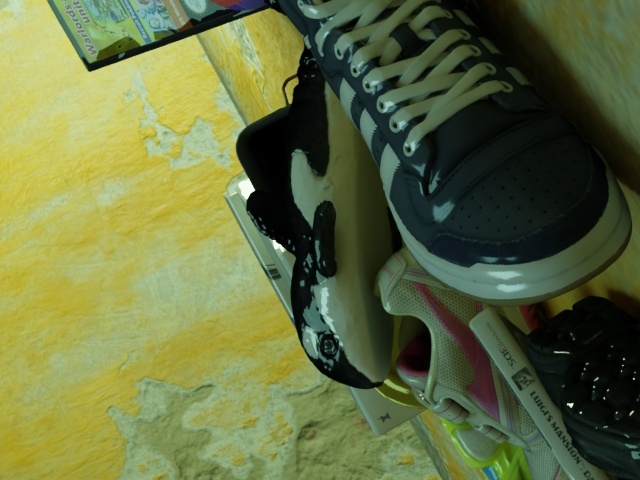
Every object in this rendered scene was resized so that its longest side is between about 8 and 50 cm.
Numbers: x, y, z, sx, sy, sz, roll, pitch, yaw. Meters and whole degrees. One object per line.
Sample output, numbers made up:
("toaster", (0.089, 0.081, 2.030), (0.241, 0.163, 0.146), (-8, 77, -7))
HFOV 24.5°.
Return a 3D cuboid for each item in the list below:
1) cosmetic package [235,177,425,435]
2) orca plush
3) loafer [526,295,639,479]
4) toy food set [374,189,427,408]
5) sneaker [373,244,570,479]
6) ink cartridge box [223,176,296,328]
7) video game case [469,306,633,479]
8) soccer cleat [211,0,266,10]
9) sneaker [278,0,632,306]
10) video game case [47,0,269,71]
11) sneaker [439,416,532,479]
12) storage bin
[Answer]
("cosmetic package", (0.039, 0.037, 1.499), (0.224, 0.138, 0.225), (63, 177, -24))
("orca plush", (-0.017, -0.036, 1.054), (0.151, 0.102, 0.287), (-46, -53, -63))
("loafer", (0.158, 0.082, 0.737), (0.078, 0.076, 0.223), (56, -178, -6))
("toy food set", (0.077, 0.031, 1.180), (0.071, 0.128, 0.218), (17, -132, -61))
("sneaker", (0.114, 0.088, 1.059), (0.252, 0.111, 0.103), (62, 176, -20))
("ink cartridge box", (0.000, 0.000, 1.682), (0.203, 0.148, 0.086), (61, 178, -9))
("video game case", (0.175, 0.136, 0.902), (0.190, 0.022, 0.173), (36, -161, -55))
("soccer cleat", (-0.050, -0.220, 1.058), (0.116, 0.108, 0.318), (56, 173, 12))
("sneaker", (0.047, -0.090, 0.712), (0.153, 0.099, 0.282), (61, 180, -33))
("video game case", (-0.189, -0.314, 1.386), (0.275, 0.248, 0.035), (62, -145, -21))
("sneaker", (0.144, 0.140, 1.244), (0.126, 0.091, 0.240), (43, -156, -75))
("storage bin", (0.004, -0.089, 1.146), (0.098, 0.135, 0.091), (62, -174, -16))
